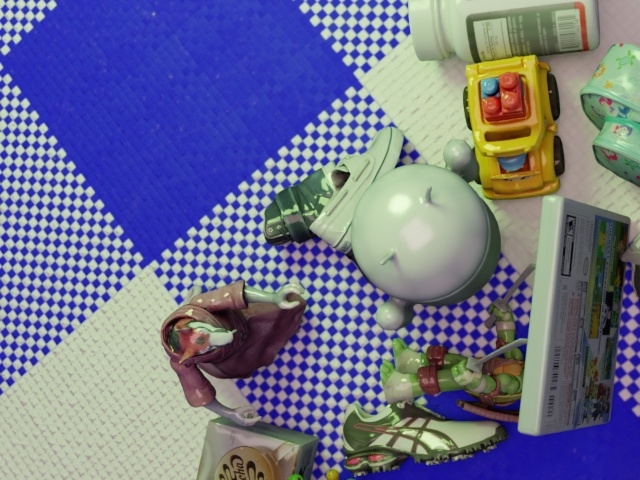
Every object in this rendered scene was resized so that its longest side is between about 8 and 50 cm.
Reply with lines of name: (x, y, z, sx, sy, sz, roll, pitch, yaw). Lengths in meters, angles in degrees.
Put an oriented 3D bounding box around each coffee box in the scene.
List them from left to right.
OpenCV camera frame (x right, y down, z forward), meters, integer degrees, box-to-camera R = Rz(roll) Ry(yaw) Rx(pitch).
coffee box: (-0.123, 0.458, 1.821, 0.168, 0.119, 0.297, 13, 90, 16)

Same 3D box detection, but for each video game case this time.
video game case: (0.378, 0.112, 1.601, 0.036, 0.300, 0.329, 5, 88, 34)

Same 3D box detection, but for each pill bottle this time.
pill bottle: (0.291, -0.366, 1.721, 0.283, 0.161, 0.161, -3, 86, 16)

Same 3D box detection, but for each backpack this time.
backpack: (0.505, -0.173, 1.617, 0.253, 0.225, 0.191, 39, 93, 19)

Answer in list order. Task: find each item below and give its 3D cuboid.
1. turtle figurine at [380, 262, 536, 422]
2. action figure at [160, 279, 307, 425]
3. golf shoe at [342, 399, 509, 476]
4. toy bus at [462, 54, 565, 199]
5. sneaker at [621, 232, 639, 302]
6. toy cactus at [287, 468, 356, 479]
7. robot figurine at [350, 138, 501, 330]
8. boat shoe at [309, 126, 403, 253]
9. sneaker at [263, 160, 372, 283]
turtle figurine: (0.229, 0.160, 1.699, 0.266, 0.274, 0.197, -7, 51, 20)
action figure: (-0.165, 0.129, 1.720, 0.276, 0.370, 0.248, 27, 94, 17)
golf shoe: (0.162, 0.306, 1.757, 0.273, 0.105, 0.120, -11, 77, 15)
toy bus: (0.294, -0.179, 1.686, 0.149, 0.211, 0.220, -6, 87, 15)
sneaker: (0.561, 0.070, 1.673, 0.229, 0.086, 0.132, 40, 123, 2)
toy cactus: (0.013, 0.465, 1.748, 0.180, 0.219, 0.112, -51, 36, 0)
robot figurine: (0.162, -0.005, 1.638, 0.200, 0.353, 0.300, 20, 91, 17)
boat shoe: (0.059, -0.099, 1.752, 0.084, 0.095, 0.258, 31, 52, -8)
sneaker: (0.000, 0.000, 1.819, 0.163, 0.086, 0.226, -27, 70, 3)
